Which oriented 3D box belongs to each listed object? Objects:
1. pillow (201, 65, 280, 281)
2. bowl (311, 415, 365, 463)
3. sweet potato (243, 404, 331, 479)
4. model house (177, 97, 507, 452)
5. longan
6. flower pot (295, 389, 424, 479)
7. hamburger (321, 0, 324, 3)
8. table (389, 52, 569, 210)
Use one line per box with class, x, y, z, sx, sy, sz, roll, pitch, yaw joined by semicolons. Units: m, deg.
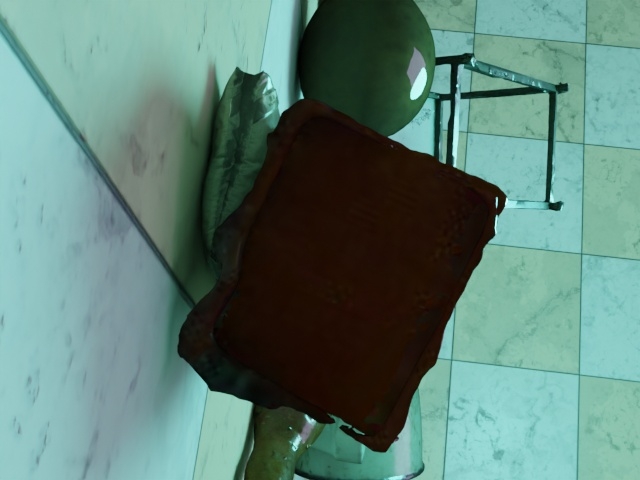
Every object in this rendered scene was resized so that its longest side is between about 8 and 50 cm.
pillow;-0.058;-0.022;0.668;0.230;0.050;0.148;83;23;-69
bowl;0.019;0.234;1.453;0.307;0.163;0.307;7;90;-86
sweet potato;-0.039;0.230;1.043;0.385;0.109;0.109;-58;157;-54
model house;0.032;0.019;0.618;0.196;0.160;0.254;-66;169;7
longan;0.063;-0.242;1.112;0.196;0.196;0.220;-77;177;-63
flower pot;0.073;0.331;1.750;0.293;0.293;0.330;22;66;-87
hamburger;0.075;-0.399;1.402;0.208;0.135;0.155;-73;175;-49
table;0.212;-0.164;1.339;0.335;0.272;0.222;-2;96;-49
